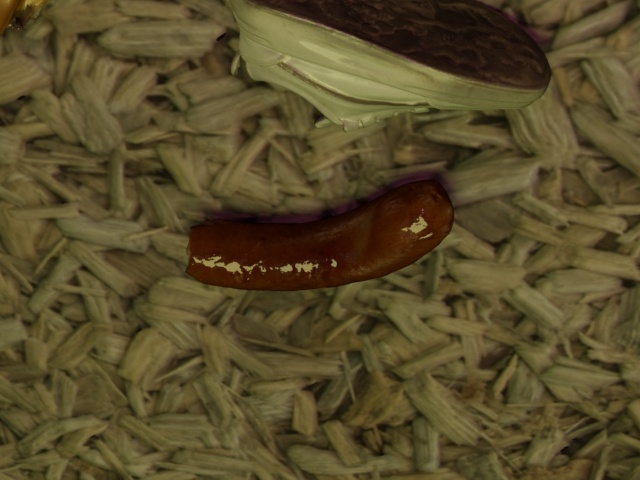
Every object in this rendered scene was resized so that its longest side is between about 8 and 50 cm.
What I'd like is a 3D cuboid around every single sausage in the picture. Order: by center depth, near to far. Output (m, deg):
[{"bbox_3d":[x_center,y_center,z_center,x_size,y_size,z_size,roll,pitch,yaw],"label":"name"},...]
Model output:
[{"bbox_3d":[0.003,0.003,1.962,0.302,0.076,0.103,-9,131,19],"label":"sausage"}]

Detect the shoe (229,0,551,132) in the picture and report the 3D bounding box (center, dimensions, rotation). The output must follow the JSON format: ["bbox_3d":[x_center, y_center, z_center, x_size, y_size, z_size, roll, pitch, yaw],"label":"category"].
[{"bbox_3d":[0.051,-0.161,1.771,0.316,0.124,0.159,21,133,-1],"label":"shoe"}]

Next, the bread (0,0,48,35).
[{"bbox_3d":[-0.342,-0.266,1.775,0.177,0.084,0.119,29,132,-10],"label":"bread"}]
